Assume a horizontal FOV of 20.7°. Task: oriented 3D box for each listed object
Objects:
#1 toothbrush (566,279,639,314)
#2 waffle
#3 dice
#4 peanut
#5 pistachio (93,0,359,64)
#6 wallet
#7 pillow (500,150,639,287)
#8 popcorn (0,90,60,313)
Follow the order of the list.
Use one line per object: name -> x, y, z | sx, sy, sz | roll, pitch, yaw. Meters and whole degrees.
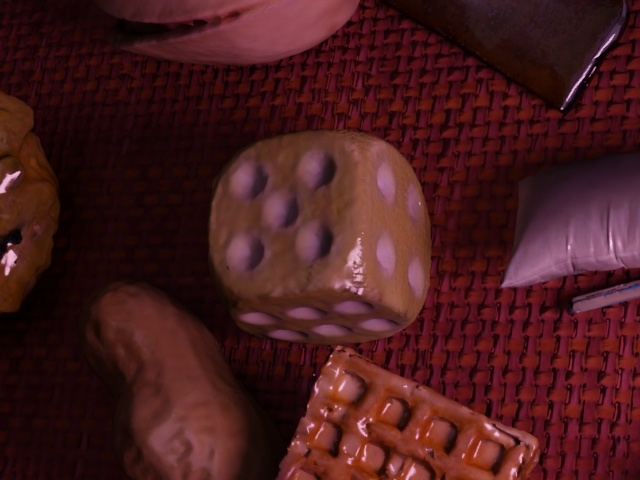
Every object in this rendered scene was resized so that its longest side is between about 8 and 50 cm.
toothbrush -> 0.358, 0.024, 1.564 | 0.294, 0.026, 0.028 | -20, 45, 20
waffle -> 0.041, 0.274, 1.568 | 0.213, 0.091, 0.308 | 24, 84, 13
dice -> 0.000, 0.000, 1.680 | 0.169, 0.166, 0.169 | -9, 67, 26
peanut -> -0.143, 0.164, 1.711 | 0.147, 0.147, 0.319 | -41, 62, 9
pistachio -> -0.101, -0.271, 1.822 | 0.318, 0.193, 0.214 | -11, 30, 32
wallet -> 0.188, -0.238, 1.750 | 0.255, 0.031, 0.137 | 37, 91, 33
pillow -> 0.284, -0.020, 1.579 | 0.254, 0.078, 0.144 | -6, 46, 26
popcorn -> -0.404, -0.033, 1.886 | 0.252, 0.215, 0.286 | 20, 73, -6
